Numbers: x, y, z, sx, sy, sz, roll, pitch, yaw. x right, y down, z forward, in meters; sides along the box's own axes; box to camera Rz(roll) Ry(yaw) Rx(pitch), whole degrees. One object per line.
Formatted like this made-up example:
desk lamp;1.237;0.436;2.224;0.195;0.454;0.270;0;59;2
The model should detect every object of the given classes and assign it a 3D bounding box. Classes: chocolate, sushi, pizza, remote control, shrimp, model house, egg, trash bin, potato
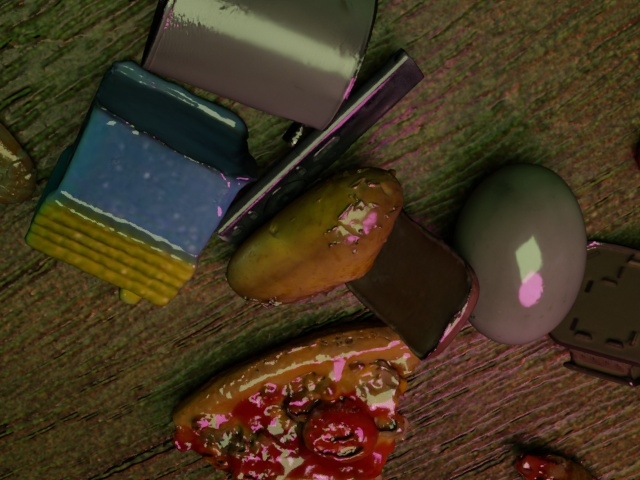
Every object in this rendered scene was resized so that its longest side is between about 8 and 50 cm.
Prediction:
chocolate;0.143;0.057;1.568;0.083;0.261;0.161;19;111;-44
sushi;0.412;0.417;1.799;0.226;0.097;0.103;35;143;-22
pizza;0.009;0.346;1.700;0.439;0.130;0.406;-20;109;-1
remote control;-0.003;-0.131;1.542;0.377;0.107;0.044;-43;69;7
shrimp;-0.478;-0.130;1.507;0.099;0.041;0.180;-23;113;16
model house;0.503;0.167;1.720;0.205;0.218;0.279;-60;150;-25
egg;0.298;0.023;1.583;0.202;0.203;0.283;4;108;-10
trash bin;-0.084;-0.289;1.405;0.262;0.217;0.277;18;97;-14
potato;0.000;0.000;1.541;0.300;0.140;0.173;-35;148;21
model house;-0.256;-0.059;1.473;0.237;0.215;0.303;26;108;-17

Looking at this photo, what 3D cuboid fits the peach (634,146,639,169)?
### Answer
peach;0.532;-0.128;1.630;0.083;0.083;0.083;-3;110;-7
